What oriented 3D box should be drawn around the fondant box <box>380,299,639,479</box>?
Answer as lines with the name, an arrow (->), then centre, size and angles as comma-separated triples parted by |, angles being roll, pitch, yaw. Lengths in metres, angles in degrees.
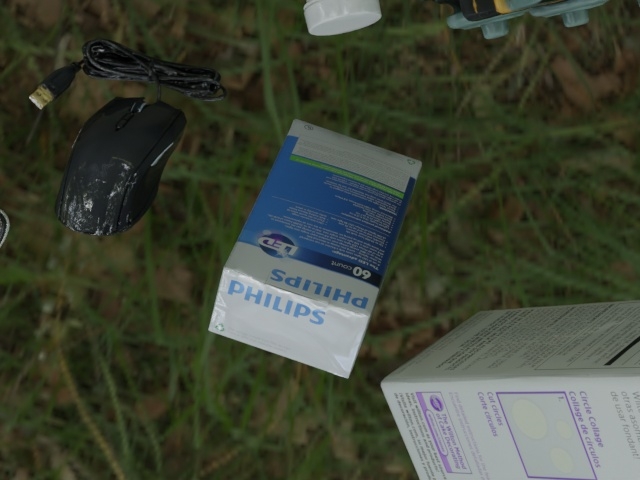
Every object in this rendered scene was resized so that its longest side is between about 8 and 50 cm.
fondant box -> 0.206, 0.154, 0.864 | 0.330, 0.096, 0.238 | -7, 110, 53

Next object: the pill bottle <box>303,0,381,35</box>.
pill bottle -> 0.007, -0.321, 1.764 | 0.108, 0.108, 0.194 | -13, 85, 12

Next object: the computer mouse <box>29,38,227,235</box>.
computer mouse -> -0.224, -0.122, 1.686 | 0.184, 0.262, 0.060 | 17, 139, 15

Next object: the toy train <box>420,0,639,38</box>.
toy train -> 0.233, -0.255, 1.384 | 0.334, 0.190, 0.142 | -15, 96, -28

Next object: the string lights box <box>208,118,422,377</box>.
string lights box -> 0.000, 0.000, 1.516 | 0.133, 0.260, 0.077 | 19, 126, 3

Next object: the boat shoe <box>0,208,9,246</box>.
boat shoe -> -0.369, 0.013, 1.689 | 0.125, 0.038, 0.046 | -35, 90, 14
